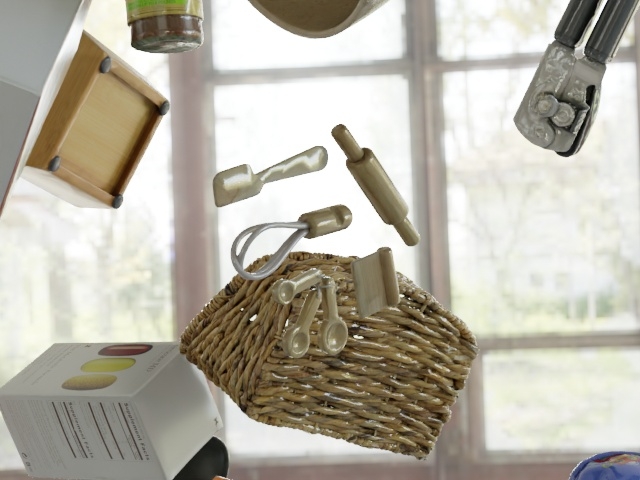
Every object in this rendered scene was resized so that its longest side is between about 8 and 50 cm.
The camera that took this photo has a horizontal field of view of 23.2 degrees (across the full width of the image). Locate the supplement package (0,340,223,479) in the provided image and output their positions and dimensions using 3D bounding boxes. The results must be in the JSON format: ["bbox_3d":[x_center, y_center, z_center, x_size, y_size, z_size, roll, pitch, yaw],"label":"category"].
[{"bbox_3d":[-0.274,0.220,2.018,0.244,0.134,0.139,-4,26,34],"label":"supplement package"}]

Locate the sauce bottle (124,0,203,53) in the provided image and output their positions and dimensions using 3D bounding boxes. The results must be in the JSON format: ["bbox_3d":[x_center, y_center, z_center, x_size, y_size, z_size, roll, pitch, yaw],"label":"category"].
[{"bbox_3d":[-0.231,-0.439,2.189,0.111,0.344,0.111,-7,-4,0],"label":"sauce bottle"}]

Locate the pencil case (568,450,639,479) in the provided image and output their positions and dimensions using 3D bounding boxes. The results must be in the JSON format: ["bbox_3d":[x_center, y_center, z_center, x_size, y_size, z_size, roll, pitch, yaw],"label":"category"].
[{"bbox_3d":[0.299,0.349,1.443,0.133,0.306,0.119,9,28,37],"label":"pencil case"}]

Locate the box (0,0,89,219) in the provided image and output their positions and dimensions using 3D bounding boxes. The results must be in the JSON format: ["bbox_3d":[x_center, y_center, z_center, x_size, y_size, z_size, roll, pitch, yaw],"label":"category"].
[{"bbox_3d":[-0.326,-0.194,1.491,0.168,0.345,0.215,22,-48,-9],"label":"box"}]

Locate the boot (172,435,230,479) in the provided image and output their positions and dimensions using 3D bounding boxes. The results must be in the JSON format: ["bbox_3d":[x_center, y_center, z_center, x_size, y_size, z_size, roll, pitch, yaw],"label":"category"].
[{"bbox_3d":[-0.192,0.372,2.244,0.091,0.263,0.229,27,10,3],"label":"boot"}]

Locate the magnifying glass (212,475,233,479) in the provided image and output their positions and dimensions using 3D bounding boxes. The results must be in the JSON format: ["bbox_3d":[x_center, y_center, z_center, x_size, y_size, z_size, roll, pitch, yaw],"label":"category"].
[{"bbox_3d":[-0.026,0.302,1.748,0.231,0.026,0.092,8,35,31],"label":"magnifying glass"}]

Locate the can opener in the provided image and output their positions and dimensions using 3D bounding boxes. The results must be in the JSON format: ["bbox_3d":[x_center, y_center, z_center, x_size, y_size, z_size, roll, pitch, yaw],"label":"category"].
[{"bbox_3d":[0.293,-0.223,1.676,0.074,0.280,0.093,30,23,21],"label":"can opener"}]

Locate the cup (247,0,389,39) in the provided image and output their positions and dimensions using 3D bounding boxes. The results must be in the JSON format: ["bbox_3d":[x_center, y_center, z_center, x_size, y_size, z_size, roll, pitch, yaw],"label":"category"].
[{"bbox_3d":[0.041,-0.387,1.491,0.237,0.331,0.331,-26,10,-28],"label":"cup"}]

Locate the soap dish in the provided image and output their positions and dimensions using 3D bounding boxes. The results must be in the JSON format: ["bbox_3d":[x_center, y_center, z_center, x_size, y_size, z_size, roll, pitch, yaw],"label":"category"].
[{"bbox_3d":[-0.345,-0.173,2.254,0.118,0.229,0.291,25,-4,21],"label":"soap dish"}]

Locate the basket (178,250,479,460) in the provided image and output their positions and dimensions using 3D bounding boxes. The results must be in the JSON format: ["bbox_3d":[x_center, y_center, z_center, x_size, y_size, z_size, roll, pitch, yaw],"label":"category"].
[{"bbox_3d":[0.013,0.115,1.928,0.299,0.213,0.223,18,9,-34],"label":"basket"}]

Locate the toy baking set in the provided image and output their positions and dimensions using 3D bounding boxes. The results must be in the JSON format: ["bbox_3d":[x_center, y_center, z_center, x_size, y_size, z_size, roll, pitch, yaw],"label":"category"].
[{"bbox_3d":[0.004,-0.004,1.432,0.030,0.256,0.197,9,51,43],"label":"toy baking set"}]
